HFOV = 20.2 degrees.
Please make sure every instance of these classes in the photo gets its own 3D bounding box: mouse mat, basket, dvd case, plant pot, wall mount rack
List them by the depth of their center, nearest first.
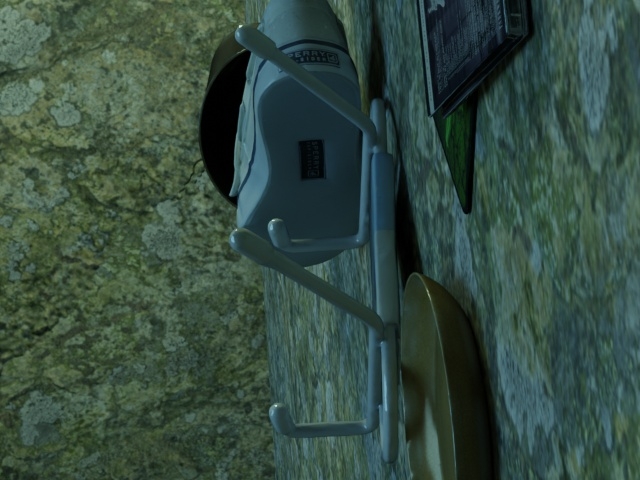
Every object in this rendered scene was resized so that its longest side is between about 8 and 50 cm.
[{"bbox_3d":[0.088,-0.178,1.107,0.221,0.018,0.165,135,130,-78],"label":"dvd case"},{"bbox_3d":[0.090,-0.132,1.231,0.153,0.007,0.190,-102,10,-53],"label":"mouse mat"},{"bbox_3d":[0.092,0.140,1.305,0.236,0.032,0.236,176,90,-84],"label":"plant pot"},{"bbox_3d":[0.000,0.000,1.484,0.304,0.130,0.350,87,-179,-54],"label":"wall mount rack"},{"bbox_3d":[-0.065,-0.162,2.108,0.227,0.154,0.204,-98,7,-68],"label":"basket"}]

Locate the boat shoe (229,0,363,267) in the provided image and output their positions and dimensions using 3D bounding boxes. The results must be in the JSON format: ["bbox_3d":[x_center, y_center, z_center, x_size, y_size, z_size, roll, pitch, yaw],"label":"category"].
[{"bbox_3d":[-0.028,-0.117,1.750,0.367,0.135,0.156,89,175,-59],"label":"boat shoe"}]
